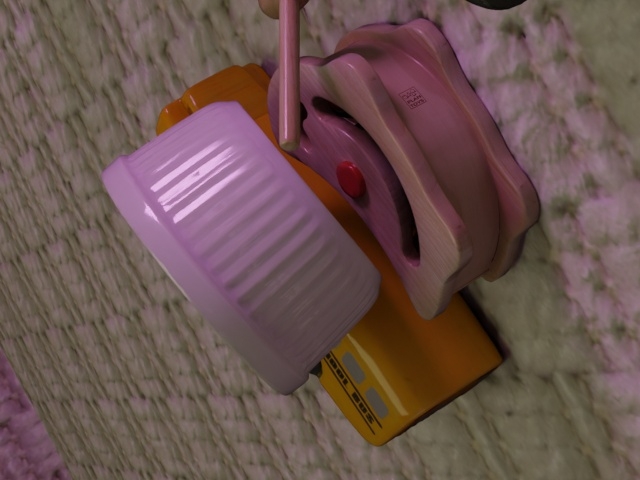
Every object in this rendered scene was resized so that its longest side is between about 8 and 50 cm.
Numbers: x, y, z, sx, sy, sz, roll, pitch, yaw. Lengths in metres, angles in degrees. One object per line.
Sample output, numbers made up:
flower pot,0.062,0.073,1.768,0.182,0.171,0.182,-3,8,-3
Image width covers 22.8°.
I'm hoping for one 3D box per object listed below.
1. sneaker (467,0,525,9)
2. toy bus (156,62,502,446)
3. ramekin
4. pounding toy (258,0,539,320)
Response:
sneaker,0.120,-0.206,0.833,0.132,0.086,0.229,35,146,41
toy bus,0.000,0.000,1.286,0.333,0.108,0.130,56,157,10
ramekin,-0.048,-0.002,1.121,0.207,0.109,0.207,51,-179,-2
pounding toy,0.016,-0.063,1.118,0.270,0.155,0.154,59,153,2
